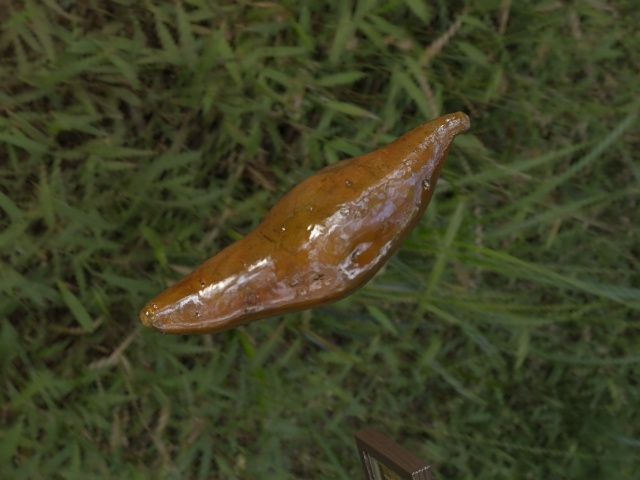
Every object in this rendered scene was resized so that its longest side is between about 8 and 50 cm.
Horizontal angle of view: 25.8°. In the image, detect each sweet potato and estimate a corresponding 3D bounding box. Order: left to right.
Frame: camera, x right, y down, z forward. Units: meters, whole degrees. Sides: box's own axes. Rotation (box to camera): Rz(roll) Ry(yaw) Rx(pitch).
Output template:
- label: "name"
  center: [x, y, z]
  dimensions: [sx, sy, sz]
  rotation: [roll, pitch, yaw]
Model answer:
- label: "sweet potato"
  center: [0.005, -0.002, 1.289]
  dimensions: [0.359, 0.112, 0.112]
  rotation: [-39, 120, -10]

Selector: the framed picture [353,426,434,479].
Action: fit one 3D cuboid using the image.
- label: "framed picture"
  center: [0.088, 0.277, 1.370]
  dimensions: [0.023, 0.128, 0.168]
  rotation: [-22, 108, -20]
